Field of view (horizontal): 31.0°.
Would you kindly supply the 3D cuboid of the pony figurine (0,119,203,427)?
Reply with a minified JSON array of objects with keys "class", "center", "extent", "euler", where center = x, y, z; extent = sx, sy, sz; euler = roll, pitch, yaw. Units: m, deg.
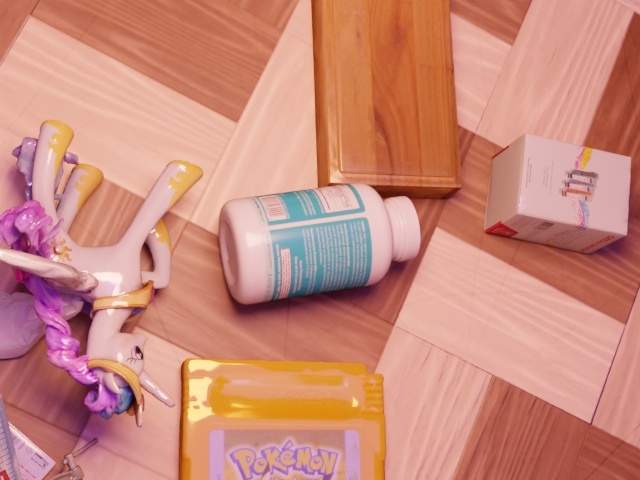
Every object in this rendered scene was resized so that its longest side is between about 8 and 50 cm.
[{"class":"pony figurine","center":[-0.330,0.035,1.466],"extent":[0.351,0.303,0.364],"euler":[17,58,-19]}]

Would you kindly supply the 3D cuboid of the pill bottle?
[{"class":"pill bottle","center":[0.000,0.000,1.601],"extent":[0.264,0.146,0.146],"euler":[-8,79,-16]}]

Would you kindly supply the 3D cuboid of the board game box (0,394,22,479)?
[{"class":"board game box","center":[-0.442,0.320,1.420],"extent":[0.194,0.060,0.194],"euler":[-29,93,-33]}]

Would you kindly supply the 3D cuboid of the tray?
[{"class":"tray","center":[0.095,-0.271,1.731],"extent":[0.202,0.076,0.411],"euler":[1,77,-14]}]

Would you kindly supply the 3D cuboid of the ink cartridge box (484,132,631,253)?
[{"class":"ink cartridge box","center":[0.354,-0.067,1.719],"extent":[0.176,0.128,0.127],"euler":[12,74,-13]}]

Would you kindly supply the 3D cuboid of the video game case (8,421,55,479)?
[{"class":"video game case","center":[-0.415,0.306,1.488],"extent":[0.087,0.011,0.122],"euler":[42,70,-3]}]

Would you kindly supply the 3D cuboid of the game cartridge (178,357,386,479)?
[{"class":"game cartridge","center":[-0.049,0.323,1.560],"extent":[0.285,0.052,0.324],"euler":[2,77,-14]}]

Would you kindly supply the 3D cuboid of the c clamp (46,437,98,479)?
[{"class":"c clamp","center":[-0.306,0.350,1.477],"extent":[0.137,0.022,0.161],"euler":[-21,92,-52]}]
